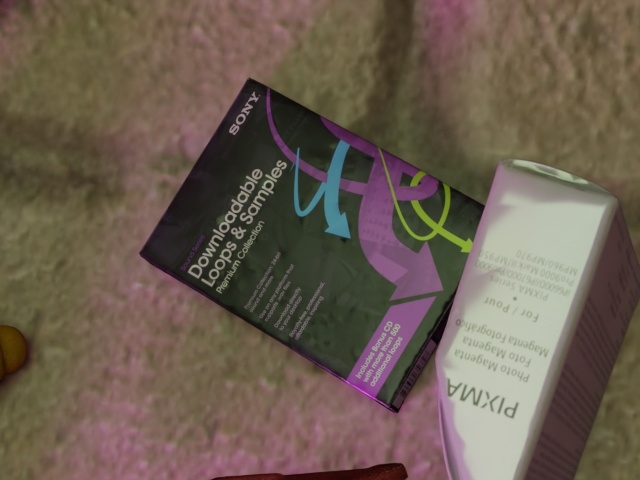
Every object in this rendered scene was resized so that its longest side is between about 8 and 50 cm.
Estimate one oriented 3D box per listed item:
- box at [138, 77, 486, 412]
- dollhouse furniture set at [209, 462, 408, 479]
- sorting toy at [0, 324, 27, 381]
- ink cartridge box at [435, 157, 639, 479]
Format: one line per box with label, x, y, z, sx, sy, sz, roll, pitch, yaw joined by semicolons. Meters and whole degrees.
box;0.000;0.000;0.791;0.162;0.029;0.116;29;85;19
dollhouse furniture set;-0.130;0.222;0.709;0.374;0.152;0.201;-9;91;38
sorting toy;-0.256;-0.041;0.839;0.126;0.127;0.365;-12;70;-21
ink cartridge box;0.080;0.098;0.667;0.066;0.189;0.232;22;85;18
